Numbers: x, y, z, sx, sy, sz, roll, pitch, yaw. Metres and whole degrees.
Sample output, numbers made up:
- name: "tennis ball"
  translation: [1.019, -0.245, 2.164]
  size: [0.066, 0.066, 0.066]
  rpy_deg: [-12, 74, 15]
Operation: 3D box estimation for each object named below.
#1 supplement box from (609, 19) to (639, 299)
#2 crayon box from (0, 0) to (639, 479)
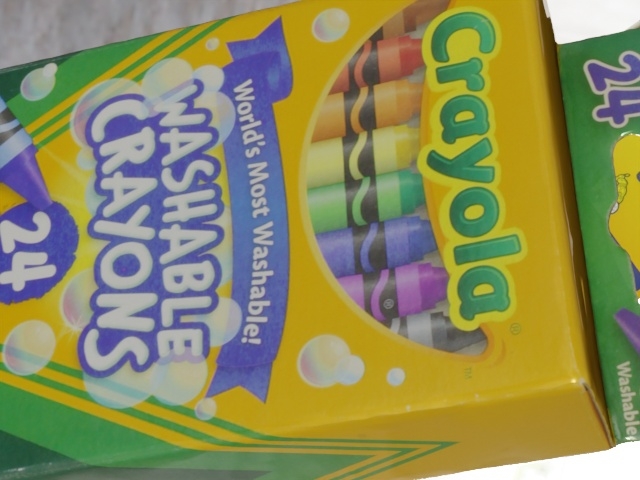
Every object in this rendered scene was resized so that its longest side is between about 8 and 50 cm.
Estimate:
- name: "supplement box"
  translation: [0.361, -0.123, 1.531]
  size: [0.357, 0.195, 0.194]
  rpy_deg: [-35, -173, 16]
- name: "crayon box"
  translation: [0.000, 0.000, 0.704]
  size: [0.083, 0.323, 0.203]
  rpy_deg: [56, 26, -59]
